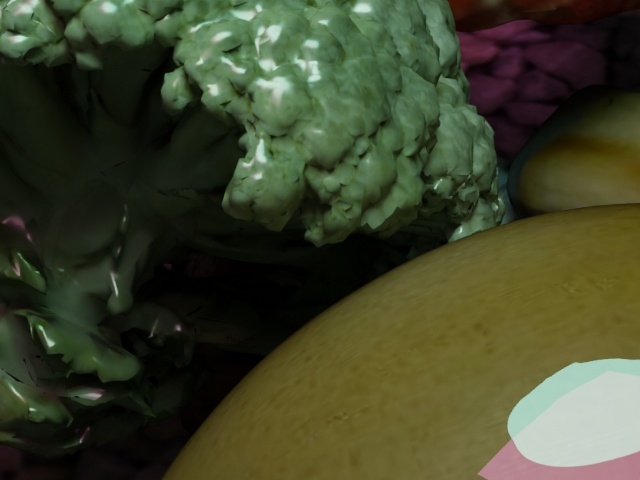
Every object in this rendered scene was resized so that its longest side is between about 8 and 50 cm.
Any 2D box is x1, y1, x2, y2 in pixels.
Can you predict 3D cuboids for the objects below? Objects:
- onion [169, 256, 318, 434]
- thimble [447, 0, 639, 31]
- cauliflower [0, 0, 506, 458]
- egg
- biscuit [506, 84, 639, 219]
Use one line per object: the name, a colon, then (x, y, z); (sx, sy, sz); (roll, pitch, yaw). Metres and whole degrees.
onion: (0.000, 0.000, 0.932); (0.151, 0.098, 0.206); (1, 43, 3)
thimble: (0.053, -0.233, 1.016); (0.350, 0.230, 0.350); (-4, 13, 1)
cauliflower: (-0.068, -0.034, 0.786); (0.275, 0.250, 0.272); (28, 17, 13)
egg: (0.086, 0.117, 0.696); (0.322, 0.250, 0.250); (-13, 44, -6)
biscuit: (0.258, -0.054, 0.959); (0.290, 0.062, 0.237); (17, 53, 43)
